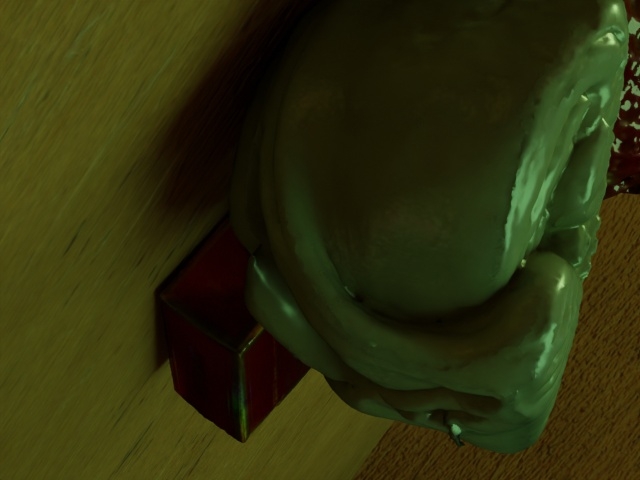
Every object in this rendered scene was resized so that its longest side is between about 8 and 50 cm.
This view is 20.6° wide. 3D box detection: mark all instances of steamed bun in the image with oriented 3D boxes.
[{"bbox_3d":[0.067,-0.036,1.210,0.368,0.255,0.343,78,22,-78],"label":"steamed bun"}]

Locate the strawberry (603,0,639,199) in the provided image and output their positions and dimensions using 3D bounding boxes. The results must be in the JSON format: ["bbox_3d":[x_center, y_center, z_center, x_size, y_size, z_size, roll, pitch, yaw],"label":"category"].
[{"bbox_3d":[0.258,-0.217,1.466,0.312,0.267,0.351,-56,155,-48],"label":"strawberry"}]

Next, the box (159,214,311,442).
[{"bbox_3d":[0.000,-0.001,1.468,0.313,0.089,0.197,-49,164,-22],"label":"box"}]
